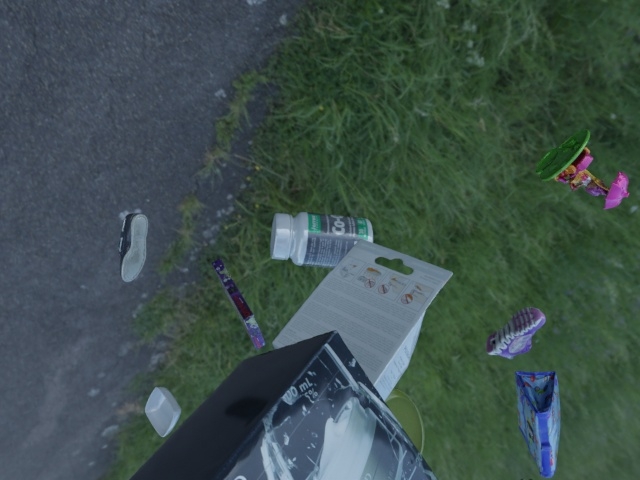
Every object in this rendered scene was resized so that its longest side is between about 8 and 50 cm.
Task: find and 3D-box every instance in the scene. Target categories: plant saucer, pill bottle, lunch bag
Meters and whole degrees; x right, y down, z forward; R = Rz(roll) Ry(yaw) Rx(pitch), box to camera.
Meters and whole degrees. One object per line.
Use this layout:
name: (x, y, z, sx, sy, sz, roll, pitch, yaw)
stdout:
plant saucer: (0.213, 0.544, 1.466, 0.037, 0.241, 0.241, 13, 122, -32)
pill bottle: (0.000, 0.000, 1.952, 0.360, 0.204, 0.204, 5, 133, -11)
lunch bag: (0.715, 0.589, 1.667, 0.293, 0.138, 0.221, -41, 125, -69)

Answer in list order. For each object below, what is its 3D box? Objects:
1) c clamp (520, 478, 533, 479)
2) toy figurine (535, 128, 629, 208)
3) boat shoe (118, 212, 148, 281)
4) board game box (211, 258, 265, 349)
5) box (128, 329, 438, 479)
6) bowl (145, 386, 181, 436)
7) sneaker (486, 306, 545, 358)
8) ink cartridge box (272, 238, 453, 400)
c clamp: (0.665, 0.810, 1.601, 0.022, 0.161, 0.137, -8, 136, -12)
toy figurine: (0.560, -0.129, 1.091, 0.130, 0.159, 0.173, -53, -178, -2)
boat shoe: (-0.567, 0.018, 1.547, 0.075, 0.064, 0.206, 5, 98, -59)
board game box: (-0.331, 0.250, 2.078, 0.056, 0.347, 0.208, -30, 138, -11)
box: (-0.053, 0.490, 0.814, 0.297, 0.472, 0.480, -29, -170, 42)
bowl: (-0.550, 0.602, 1.834, 0.053, 0.142, 0.142, -1, 127, -53)
sneaker: (0.650, 0.309, 1.681, 0.236, 0.104, 0.095, -54, -171, 38)
ink cartridge box: (0.111, 0.193, 1.298, 0.385, 0.308, 0.091, -48, 136, -22)
